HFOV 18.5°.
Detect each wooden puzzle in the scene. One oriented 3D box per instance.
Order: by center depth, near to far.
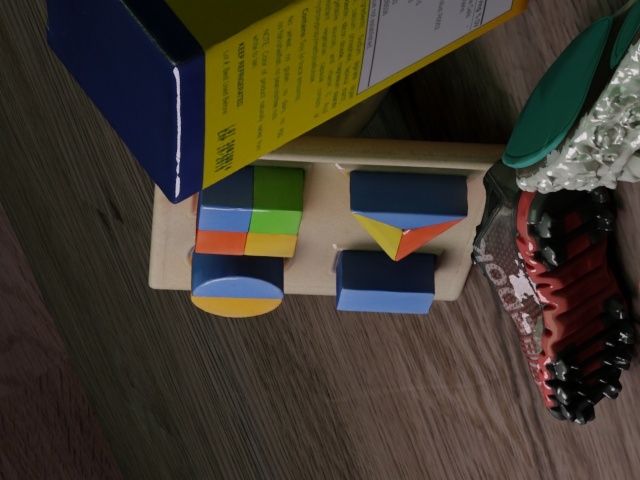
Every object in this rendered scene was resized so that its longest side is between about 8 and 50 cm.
[{"bbox_3d":[0.000,0.000,1.880,0.348,0.322,0.080,105,166,-66],"label":"wooden puzzle"}]

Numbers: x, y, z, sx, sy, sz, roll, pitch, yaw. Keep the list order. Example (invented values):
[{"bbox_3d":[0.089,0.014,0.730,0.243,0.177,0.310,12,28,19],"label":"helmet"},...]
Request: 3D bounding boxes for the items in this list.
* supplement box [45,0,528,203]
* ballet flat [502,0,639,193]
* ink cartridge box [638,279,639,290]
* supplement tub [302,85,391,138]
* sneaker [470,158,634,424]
[{"bbox_3d":[-0.018,-0.223,1.524,0.195,0.356,0.194,51,158,22],"label":"supplement box"},{"bbox_3d":[0.248,-0.109,1.401,0.147,0.147,0.409,57,161,7],"label":"ballet flat"},{"bbox_3d":[0.322,0.046,1.292,0.092,0.218,0.158,33,147,42],"label":"ink cartridge box"},{"bbox_3d":[-0.095,-0.231,1.914,0.338,0.207,0.207,44,155,38],"label":"supplement tub"},{"bbox_3d":[0.202,0.036,1.744,0.135,0.098,0.276,35,147,49],"label":"sneaker"}]
